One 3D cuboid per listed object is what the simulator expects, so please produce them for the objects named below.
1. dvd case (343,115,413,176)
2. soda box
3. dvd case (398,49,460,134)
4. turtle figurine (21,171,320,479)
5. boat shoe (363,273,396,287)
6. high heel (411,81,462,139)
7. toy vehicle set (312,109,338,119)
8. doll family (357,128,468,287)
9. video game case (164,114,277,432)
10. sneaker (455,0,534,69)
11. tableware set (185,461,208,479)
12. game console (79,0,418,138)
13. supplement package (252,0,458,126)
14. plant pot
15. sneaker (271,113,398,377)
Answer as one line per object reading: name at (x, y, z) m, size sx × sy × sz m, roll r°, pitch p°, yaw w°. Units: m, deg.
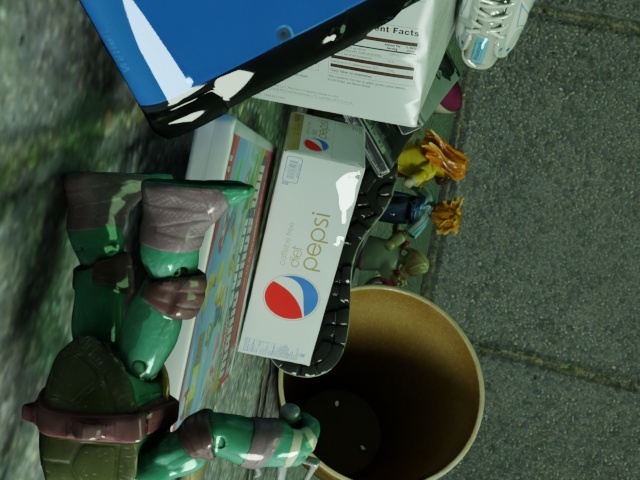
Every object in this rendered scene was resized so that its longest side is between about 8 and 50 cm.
dvd case at (0.046, -0.170, 1.032) m, size 0.164 × 0.018 × 0.221 m, roll 59°, pitch 25°, yaw -12°
soda box at (-0.018, 0.002, 0.899) m, size 0.074 × 0.069 × 0.216 m, roll -85°, pitch -171°, yaw -56°
dvd case at (0.079, -0.222, 1.089) m, size 0.179 × 0.029 × 0.239 m, roll 60°, pitch 25°, yaw -10°
turtle figurine at (-0.089, 0.084, 0.525) m, size 0.118 × 0.175 × 0.234 m, roll -9°, pitch 103°, yaw -60°
boat shoe at (0.087, 0.157, 1.757) m, size 0.065 × 0.075 × 0.206 m, roll -63°, pitch 167°, yaw -65°
high heel at (0.131, -0.256, 1.396) m, size 0.377 × 0.127 × 0.181 m, roll -62°, pitch 156°, yaw -70°
toy vehicle set at (0.023, -0.115, 1.187) m, size 0.166 × 0.035 × 0.267 m, roll -59°, pitch 159°, yaw -61°
doll family at (0.112, -0.064, 1.373) m, size 0.118 × 0.163 × 0.263 m, roll 88°, pitch 17°, yaw -54°
video game case at (-0.074, 0.020, 0.744) m, size 0.285 × 0.025 × 0.204 m, roll -31°, pitch 133°, yaw -87°
sneaker at (0.142, -0.185, 0.825) m, size 0.191 × 0.071 × 0.083 m, roll 50°, pitch 58°, yaw -79°
tableware set at (-0.122, 0.236, 0.862) m, size 0.141 × 0.020 × 0.169 m, roll -57°, pitch 156°, yaw -69°
game console at (0.012, -0.187, 0.523) m, size 0.173 × 0.293 × 0.250 m, roll 58°, pitch -5°, yaw 50°
supplement package at (0.030, -0.228, 0.769) m, size 0.194 × 0.149 × 0.203 m, roll -65°, pitch 164°, yaw -54°
plant pot at (0.045, 0.207, 1.264) m, size 0.254 × 0.237 × 0.237 m, roll 118°, pitch -10°, yaw -64°
sneaker at (0.000, 0.000, 1.094) m, size 0.124 × 0.107 × 0.283 m, roll 139°, pitch -31°, yaw -85°
